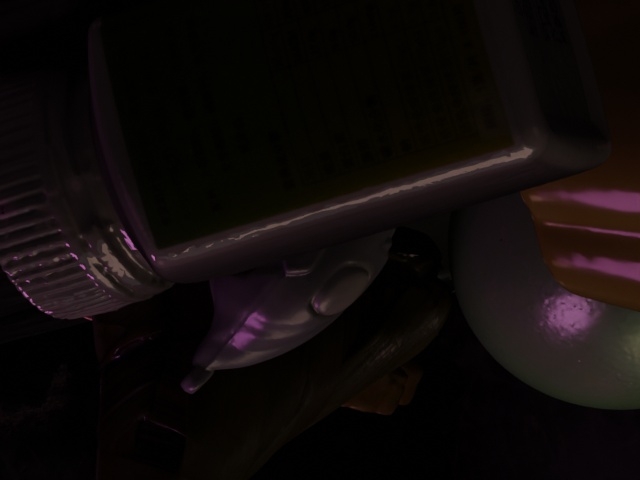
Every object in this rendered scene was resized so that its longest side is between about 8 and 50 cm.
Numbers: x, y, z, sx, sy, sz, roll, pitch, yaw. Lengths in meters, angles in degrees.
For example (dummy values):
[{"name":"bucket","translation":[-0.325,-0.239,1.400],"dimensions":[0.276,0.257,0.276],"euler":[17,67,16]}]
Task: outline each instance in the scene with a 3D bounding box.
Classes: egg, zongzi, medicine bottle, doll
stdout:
[{"name":"egg","translation":[0.198,-0.004,1.129],"dimensions":[0.220,0.220,0.269],"euler":[-14,171,-26]},{"name":"zongzi","translation":[-0.029,0.114,1.093],"dimensions":[0.260,0.289,0.123],"euler":[12,157,-38]},{"name":"medicine bottle","translation":[-0.013,-0.039,0.572],"dimensions":[0.188,0.088,0.132],"euler":[-16,177,18]},{"name":"doll","translation":[0.000,0.000,0.984],"dimensions":[0.227,0.075,0.102],"euler":[-48,174,-1]}]

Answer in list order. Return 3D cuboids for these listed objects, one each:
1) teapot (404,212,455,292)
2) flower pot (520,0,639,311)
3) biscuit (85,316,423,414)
[{"name":"teapot","translation":[0.056,0.011,1.430],"dimensions":[0.162,0.149,0.239],"euler":[-15,178,28]},{"name":"flower pot","translation":[0.180,-0.049,0.686],"dimensions":[0.179,0.195,0.195],"euler":[-1,-175,32]},{"name":"biscuit","translation":[-0.067,0.060,1.361],"dimensions":[0.269,0.051,0.376],"euler":[23,-176,39]}]
